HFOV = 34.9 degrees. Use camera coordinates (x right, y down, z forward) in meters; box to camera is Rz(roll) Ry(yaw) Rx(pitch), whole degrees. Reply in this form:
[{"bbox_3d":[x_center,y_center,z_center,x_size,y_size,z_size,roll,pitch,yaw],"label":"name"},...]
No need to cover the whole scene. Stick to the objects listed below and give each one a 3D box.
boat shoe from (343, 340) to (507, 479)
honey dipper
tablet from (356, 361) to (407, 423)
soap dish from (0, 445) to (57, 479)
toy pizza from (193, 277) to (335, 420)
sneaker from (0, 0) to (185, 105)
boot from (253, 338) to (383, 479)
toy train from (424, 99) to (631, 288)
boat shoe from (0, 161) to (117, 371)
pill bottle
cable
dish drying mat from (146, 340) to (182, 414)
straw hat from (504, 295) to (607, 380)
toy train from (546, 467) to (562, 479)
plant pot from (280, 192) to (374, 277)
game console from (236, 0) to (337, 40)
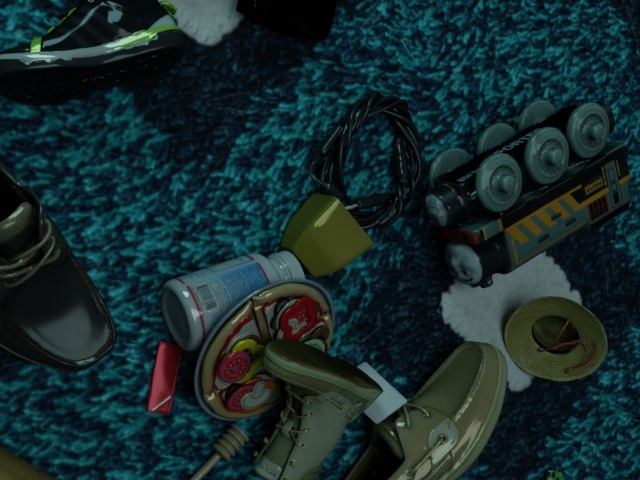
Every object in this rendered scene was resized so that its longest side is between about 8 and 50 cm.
[{"bbox_3d":[0.121,0.260,1.306,0.110,0.121,0.341,41,72,-23],"label":"boat shoe"},{"bbox_3d":[-0.150,0.284,1.208,0.160,0.030,0.030,-44,109,-19],"label":"honey dipper"},{"bbox_3d":[0.065,0.194,1.306,0.054,0.083,0.006,-31,144,-25],"label":"tablet"},{"bbox_3d":[-0.401,0.296,1.015,0.291,0.118,0.229,38,72,-22],"label":"soap dish"},{"bbox_3d":[-0.058,0.135,1.201,0.201,0.032,0.201,-25,135,-28],"label":"toy pizza"},{"bbox_3d":[-0.265,-0.221,1.139,0.234,0.084,0.097,-17,73,-29],"label":"sneaker"},{"bbox_3d":[-0.029,0.209,1.200,0.165,0.077,0.213,-55,144,4],"label":"boot"},{"bbox_3d":[0.290,-0.069,1.406,0.333,0.142,0.190,-29,112,-26],"label":"toy train"},{"bbox_3d":[-0.339,0.003,1.048,0.132,0.130,0.355,-47,110,-21],"label":"boat shoe"},{"bbox_3d":[-0.100,0.066,1.205,0.160,0.087,0.087,-18,98,-28],"label":"pill bottle"},{"bbox_3d":[0.074,-0.106,1.329,0.150,0.047,0.184,44,69,-21],"label":"cable"},{"bbox_3d":[-0.184,0.162,1.202,0.032,0.008,0.083,14,83,-27],"label":"dish drying mat"},{"bbox_3d":[0.337,0.129,1.461,0.145,0.144,0.061,58,24,-16],"label":"straw hat"},{"bbox_3d":[0.334,0.373,1.483,0.023,0.017,0.083,11,84,-18],"label":"toy train"},{"bbox_3d":[0.000,0.000,1.269,0.083,0.081,0.081,-44,109,-12],"label":"plant pot"},{"bbox_3d":[-0.104,-0.386,1.194,0.361,0.044,0.213,15,84,-42],"label":"game console"}]
